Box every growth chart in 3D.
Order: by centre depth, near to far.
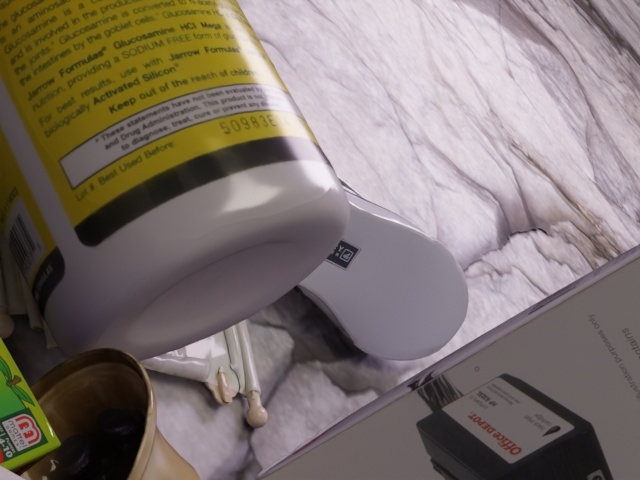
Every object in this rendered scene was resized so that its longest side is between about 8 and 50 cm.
[{"bbox_3d":[-0.133,0.023,0.765,0.237,0.021,0.172,25,41,-39],"label":"growth chart"}]

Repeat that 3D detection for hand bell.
[{"bbox_3d":[-0.065,0.175,0.648,0.242,0.126,0.126,44,30,-37],"label":"hand bell"}]

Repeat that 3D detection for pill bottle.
[{"bbox_3d":[-0.136,-0.108,0.695,0.188,0.188,0.334,-5,62,-55],"label":"pill bottle"}]

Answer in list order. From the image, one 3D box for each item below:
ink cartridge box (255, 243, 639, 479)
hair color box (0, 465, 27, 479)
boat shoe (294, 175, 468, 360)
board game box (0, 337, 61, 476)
[{"bbox_3d":[0.143,0.113,0.729,0.129,0.307,0.223,59,17,7],"label":"ink cartridge box"},{"bbox_3d":[-0.256,0.098,0.351,0.339,0.110,0.185,33,27,-8],"label":"hair color box"},{"bbox_3d":[0.000,0.000,0.897,0.301,0.108,0.102,29,11,-38],"label":"boat shoe"},{"bbox_3d":[-0.212,0.049,0.563,0.181,0.092,0.043,58,30,8],"label":"board game box"}]
